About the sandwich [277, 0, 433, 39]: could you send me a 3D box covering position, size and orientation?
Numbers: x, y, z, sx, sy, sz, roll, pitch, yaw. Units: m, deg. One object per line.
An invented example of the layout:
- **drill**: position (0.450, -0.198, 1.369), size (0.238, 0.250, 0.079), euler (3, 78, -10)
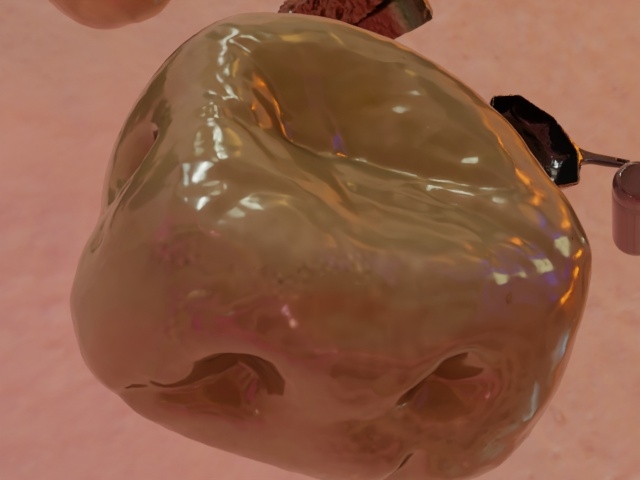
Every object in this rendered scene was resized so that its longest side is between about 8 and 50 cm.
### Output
- **sandwich**: position (0.043, -0.306, 1.513), size (0.212, 0.292, 0.109), euler (-46, 110, -22)

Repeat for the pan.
- **pan**: position (0.260, -0.084, 1.299), size (0.202, 0.048, 0.128), euler (30, 45, -15)

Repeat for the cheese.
- **cheese**: position (0.000, 0.000, 0.494), size (0.235, 0.117, 0.218), euler (40, 42, 19)

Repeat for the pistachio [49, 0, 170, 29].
- **pistachio**: position (-0.270, -0.372, 1.316), size (0.299, 0.187, 0.187), euler (52, 41, 7)

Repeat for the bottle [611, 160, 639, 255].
- **bottle**: position (0.345, -0.033, 1.253), size (0.140, 0.053, 0.053), euler (64, 19, -60)
